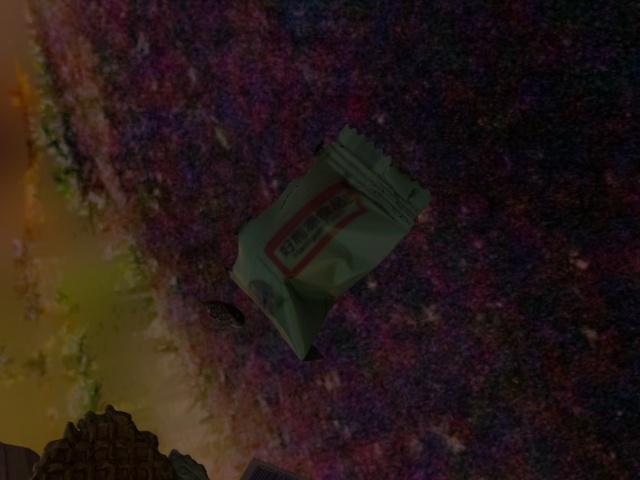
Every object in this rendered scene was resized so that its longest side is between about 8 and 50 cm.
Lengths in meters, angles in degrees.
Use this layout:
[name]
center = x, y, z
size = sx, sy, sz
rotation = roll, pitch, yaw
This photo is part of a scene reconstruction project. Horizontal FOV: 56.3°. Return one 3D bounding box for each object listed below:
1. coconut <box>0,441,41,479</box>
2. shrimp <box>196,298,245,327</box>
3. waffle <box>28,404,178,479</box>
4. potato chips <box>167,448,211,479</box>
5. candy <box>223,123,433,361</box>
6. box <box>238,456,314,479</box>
[coconut]
center = -0.793, 0.643, 1.406
size = 0.323, 0.323, 0.322
rotation = 22, 116, 56
[shrimp]
center = -0.290, 0.205, 1.727
size = 0.056, 0.165, 0.065
rotation = -42, 36, 44
[waffle]
center = -0.373, 0.424, 1.027
size = 0.245, 0.254, 0.052
rotation = 48, 135, -9
[potato chips]
center = -0.447, 0.848, 1.869
size = 0.389, 0.373, 0.097
rotation = 62, -166, -12
[candy]
center = 0.004, 0.001, 1.084
size = 0.263, 0.172, 0.398
rotation = 46, 106, 26
[box]
center = -0.061, 0.572, 1.214
size = 0.265, 0.168, 0.097
rotation = 13, 118, 16
